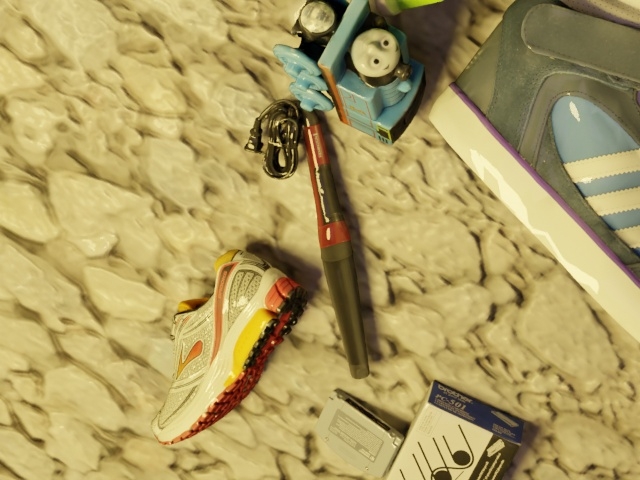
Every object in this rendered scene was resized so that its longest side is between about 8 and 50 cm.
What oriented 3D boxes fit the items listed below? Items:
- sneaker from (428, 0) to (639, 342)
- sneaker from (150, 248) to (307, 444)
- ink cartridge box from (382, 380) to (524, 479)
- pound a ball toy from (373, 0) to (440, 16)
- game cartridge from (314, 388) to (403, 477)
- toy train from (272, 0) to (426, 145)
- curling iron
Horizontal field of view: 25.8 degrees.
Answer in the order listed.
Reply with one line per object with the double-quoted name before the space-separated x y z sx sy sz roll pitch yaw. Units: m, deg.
"sneaker" 0.263 -0.069 1.023 0.323 0.130 0.236 46 100 4
"sneaker" -0.099 0.101 1.309 0.092 0.088 0.225 41 117 15
"ink cartridge box" 0.108 0.243 1.337 0.097 0.046 0.207 25 116 2
"pound a ball toy" 0.044 -0.340 1.064 0.208 0.135 0.319 -6 112 38
"game cartridge" 0.035 0.186 1.330 0.083 0.017 0.056 35 115 20
"toy train" 0.028 -0.141 1.118 0.105 0.184 0.080 25 83 10
"curling iron" 0.000 0.000 1.259 0.068 0.035 0.274 -12 110 21
